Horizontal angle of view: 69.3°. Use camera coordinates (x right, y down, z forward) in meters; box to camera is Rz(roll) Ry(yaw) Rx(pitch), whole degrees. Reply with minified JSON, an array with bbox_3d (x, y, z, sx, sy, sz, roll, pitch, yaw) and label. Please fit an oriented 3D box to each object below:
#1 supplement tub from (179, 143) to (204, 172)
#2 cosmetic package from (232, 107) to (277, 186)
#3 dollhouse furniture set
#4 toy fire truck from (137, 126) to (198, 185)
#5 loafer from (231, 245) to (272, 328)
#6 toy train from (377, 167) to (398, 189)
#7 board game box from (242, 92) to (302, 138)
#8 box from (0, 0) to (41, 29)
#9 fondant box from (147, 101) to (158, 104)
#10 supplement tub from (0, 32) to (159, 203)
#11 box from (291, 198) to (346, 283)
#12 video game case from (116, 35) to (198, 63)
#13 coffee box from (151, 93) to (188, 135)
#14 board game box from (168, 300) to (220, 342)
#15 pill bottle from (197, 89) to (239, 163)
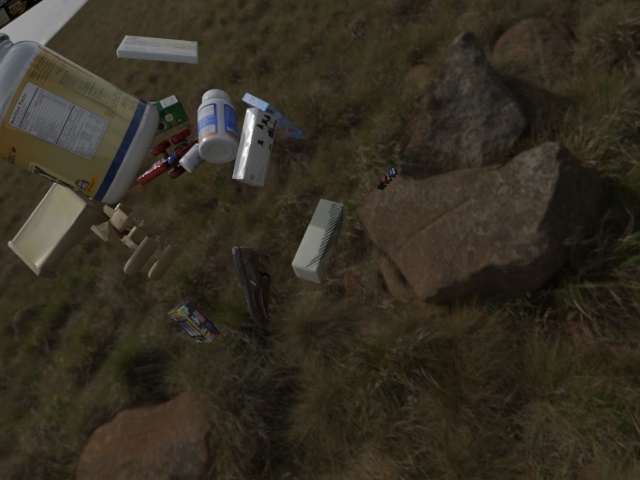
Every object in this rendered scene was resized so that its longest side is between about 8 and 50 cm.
[{"bbox_3d":[-0.521,-0.340,1.911,0.107,0.071,0.071,-51,34,-13],"label":"supplement tub"},{"bbox_3d":[-0.215,-0.307,1.535,0.060,0.098,0.239,8,86,41],"label":"cosmetic package"},{"bbox_3d":[-0.758,0.000,1.559,0.362,0.394,0.257,36,89,20],"label":"dollhouse furniture set"},{"bbox_3d":[-0.665,-0.368,2.100,0.302,0.169,0.254,-24,26,21],"label":"toy fire truck"},{"bbox_3d":[-0.251,0.185,1.878,0.130,0.366,0.134,-17,16,-10],"label":"loafer"},{"bbox_3d":[0.251,-0.232,1.753,0.158,0.036,0.027,129,133,-65],"label":"toy train"},{"bbox_3d":[-0.185,-0.481,1.799,0.160,0.211,0.039,37,95,39],"label":"board game box"},{"bbox_3d":[-0.900,-0.734,1.208,0.257,0.322,0.079,-50,5,-18],"label":"box"},{"bbox_3d":[-0.845,-0.546,2.116,0.330,0.238,0.096,-174,79,-75],"label":"fondant box"},{"bbox_3d":[-0.500,-0.229,0.888,0.228,0.316,0.229,-40,36,38],"label":"supplement tub"},{"bbox_3d":[0.000,0.000,1.613,0.094,0.113,0.275,15,67,17],"label":"box"},{"bbox_3d":[-0.494,-0.591,1.432,0.226,0.026,0.206,-1,34,-14],"label":"video game case"},{"bbox_3d":[-0.535,-0.399,1.517,0.184,0.113,0.041,-28,75,-8],"label":"coffee box"},{"bbox_3d":[-0.403,0.261,1.471,0.048,0.141,0.170,-47,13,-28],"label":"board game box"},{"bbox_3d":[-0.397,-0.447,1.793,0.152,0.152,0.272,-26,57,27],"label":"pill bottle"}]
